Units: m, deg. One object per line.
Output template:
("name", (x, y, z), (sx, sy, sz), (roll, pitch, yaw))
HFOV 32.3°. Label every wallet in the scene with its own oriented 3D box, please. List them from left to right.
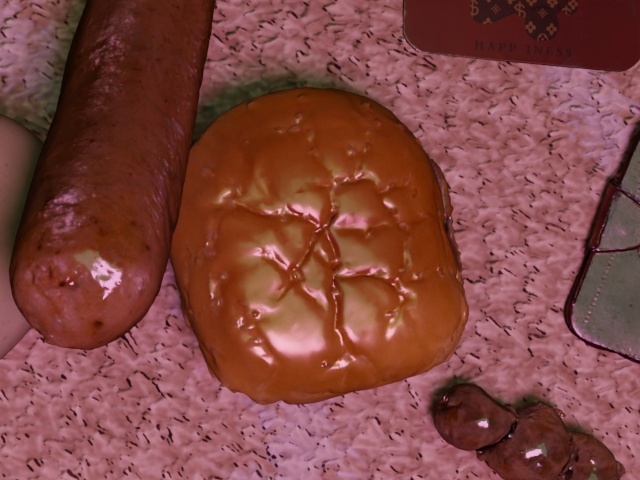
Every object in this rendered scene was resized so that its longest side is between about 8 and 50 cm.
("wallet", (0.349, 0.001, 1.156), (0.137, 0.031, 0.255), (23, 84, -7))

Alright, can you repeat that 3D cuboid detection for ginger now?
("ginger", (0.206, 0.208, 1.097), (0.204, 0.080, 0.104), (36, 88, -8))

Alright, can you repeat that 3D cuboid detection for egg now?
("egg", (-0.321, 0.009, 0.968), (0.188, 0.188, 0.254), (16, 93, -8))

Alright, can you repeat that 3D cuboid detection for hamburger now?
("hamburger", (0.000, 0.000, 1.038), (0.318, 0.158, 0.319), (1, 84, -11))

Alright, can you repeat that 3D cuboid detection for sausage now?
("sausage", (-0.166, -0.123, 0.955), (0.123, 0.136, 0.501), (7, 53, -2))

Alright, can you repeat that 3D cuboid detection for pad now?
("pad", (0.218, -0.275, 1.165), (0.267, 0.004, 0.181), (3, 87, -10))
